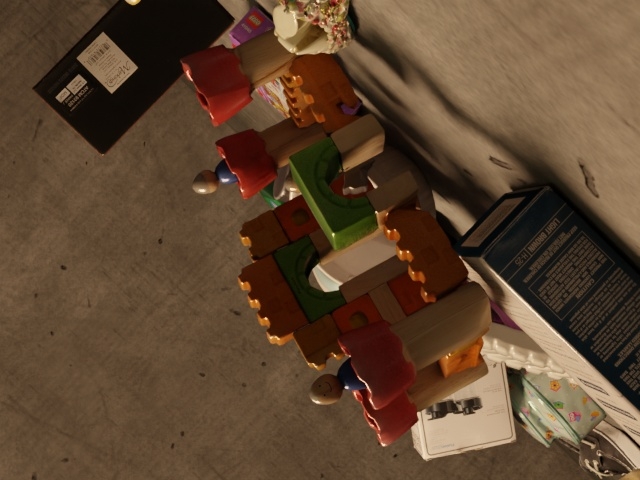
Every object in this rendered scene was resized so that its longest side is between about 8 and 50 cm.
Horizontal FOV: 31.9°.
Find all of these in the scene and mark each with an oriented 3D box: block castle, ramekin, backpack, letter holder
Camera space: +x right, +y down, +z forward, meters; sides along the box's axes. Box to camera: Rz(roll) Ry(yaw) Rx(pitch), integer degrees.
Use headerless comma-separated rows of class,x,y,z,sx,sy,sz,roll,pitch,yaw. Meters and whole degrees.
block castle,0.000,0.000,1.295,0.453,0.213,0.303,60,175,20
ramekin,0.067,-0.042,1.580,0.207,0.109,0.207,26,131,34
backpack,0.401,0.272,1.944,0.166,0.144,0.188,50,173,-12
letter holder,-0.312,-0.305,1.842,0.152,0.302,0.214,45,177,-16

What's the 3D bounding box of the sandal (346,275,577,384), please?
sandal,0.237,0.104,1.511,0.416,0.102,0.169,20,169,-3

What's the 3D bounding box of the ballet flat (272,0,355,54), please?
ballet flat,-0.015,-0.228,1.115,0.091,0.077,0.241,43,177,8

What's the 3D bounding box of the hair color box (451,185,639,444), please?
hair color box,0.302,0.100,1.167,0.347,0.105,0.174,44,177,-4

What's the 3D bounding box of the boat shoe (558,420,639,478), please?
boat shoe,0.564,0.424,2.223,0.108,0.102,0.301,45,177,-21

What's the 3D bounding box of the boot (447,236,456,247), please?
boot,0.203,0.003,1.864,0.087,0.042,0.118,31,167,37

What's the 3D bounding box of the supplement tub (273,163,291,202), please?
supplement tub,0.030,-0.072,1.725,0.198,0.106,0.106,16,-174,-17

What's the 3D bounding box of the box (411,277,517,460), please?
box,0.223,0.211,1.906,0.087,0.169,0.290,-158,57,-81

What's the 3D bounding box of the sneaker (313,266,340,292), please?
sneaker,-0.001,-0.067,1.832,0.208,0.127,0.319,53,-160,-47

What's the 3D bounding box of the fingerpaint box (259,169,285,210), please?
fingerpaint box,0.104,0.032,2.148,0.371,0.163,0.445,40,172,43

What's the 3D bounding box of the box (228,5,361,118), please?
box,-0.033,-0.221,1.644,0.201,0.057,0.293,42,177,2

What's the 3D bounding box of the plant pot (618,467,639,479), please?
plant pot,0.598,0.553,1.928,0.334,0.334,0.305,41,165,38

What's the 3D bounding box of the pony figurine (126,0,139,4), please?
pony figurine,-0.359,-0.437,1.400,0.363,0.303,0.351,23,-157,-51
